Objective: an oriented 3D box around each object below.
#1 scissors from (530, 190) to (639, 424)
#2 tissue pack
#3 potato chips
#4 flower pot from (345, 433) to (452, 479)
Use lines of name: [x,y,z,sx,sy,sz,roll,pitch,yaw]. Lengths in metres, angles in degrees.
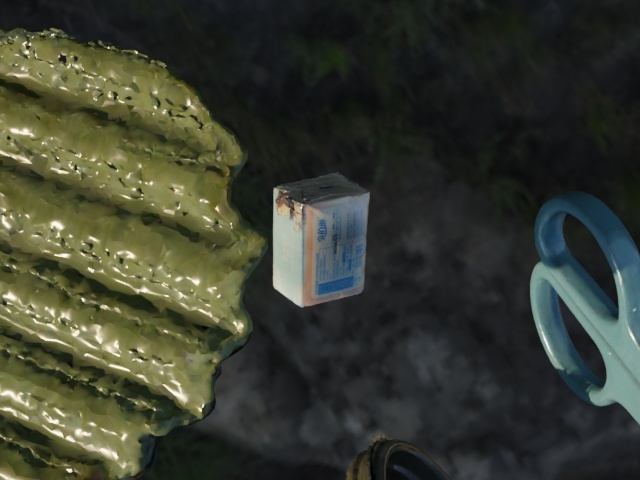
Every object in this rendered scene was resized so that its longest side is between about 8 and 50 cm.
scissors: [0.277,0.153,1.304,0.029,0.447,0.192,-22,143,-19]
tissue pack: [0.000,0.000,1.517,0.074,0.059,0.094,-12,117,-33]
potato chips: [-0.246,0.022,1.187,0.358,0.429,0.070,-69,160,-7]
flower pot: [0.055,0.280,1.422,0.140,0.235,0.235,-34,145,17]
